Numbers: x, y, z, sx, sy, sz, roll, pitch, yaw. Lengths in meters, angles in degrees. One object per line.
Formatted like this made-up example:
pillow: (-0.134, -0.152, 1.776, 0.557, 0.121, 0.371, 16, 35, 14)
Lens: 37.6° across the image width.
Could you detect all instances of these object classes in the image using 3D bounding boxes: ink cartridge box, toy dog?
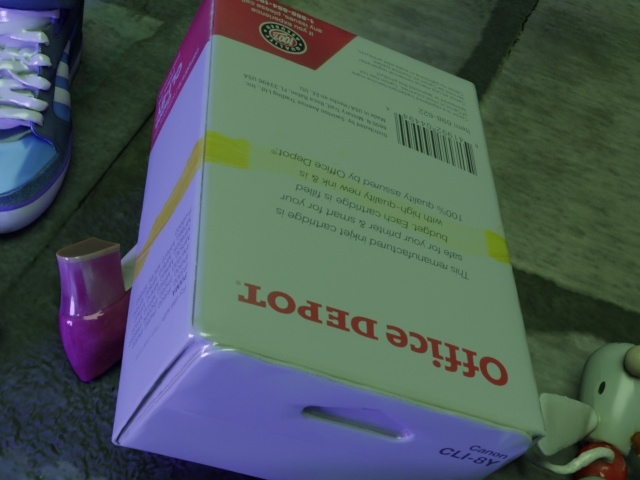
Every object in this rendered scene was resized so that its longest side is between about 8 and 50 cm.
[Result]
ink cartridge box: (0.000, 0.000, 0.778, 0.279, 0.160, 0.385, 19, 45, -22)
toy dog: (0.217, 0.201, 0.713, 0.220, 0.161, 0.334, 3, 52, -6)

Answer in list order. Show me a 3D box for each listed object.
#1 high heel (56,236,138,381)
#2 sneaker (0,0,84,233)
high heel: (-0.131, 0.040, 0.869, 0.082, 0.117, 0.244, 12, 22, 38)
sneaker: (-0.302, -0.197, 0.901, 0.130, 0.236, 0.323, 5, 51, -4)
